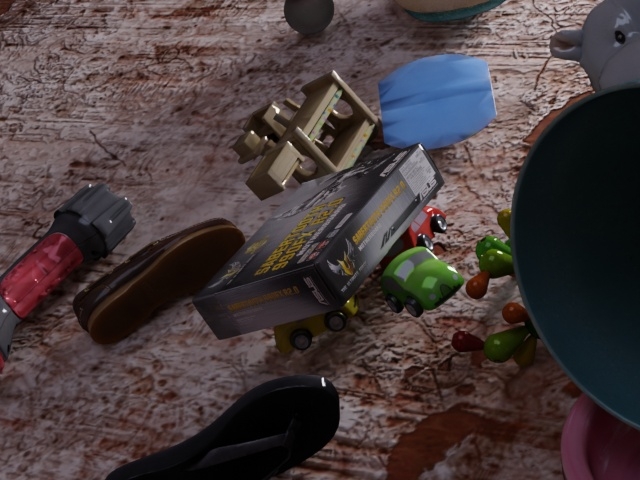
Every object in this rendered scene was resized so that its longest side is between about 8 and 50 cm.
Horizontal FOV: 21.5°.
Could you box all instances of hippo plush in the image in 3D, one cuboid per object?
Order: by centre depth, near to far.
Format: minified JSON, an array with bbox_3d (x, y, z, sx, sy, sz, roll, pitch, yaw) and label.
[{"bbox_3d":[0.368,-0.150,1.678,0.234,0.236,0.294,-22,37,3],"label":"hippo plush"}]

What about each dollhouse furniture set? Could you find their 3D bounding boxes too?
[{"bbox_3d":[-0.039,-0.081,1.967,0.161,0.101,0.182,-22,29,47],"label":"dollhouse furniture set"}]

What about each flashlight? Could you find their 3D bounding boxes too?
[{"bbox_3d":[-0.332,0.053,1.929,0.103,0.103,0.304,33,60,19],"label":"flashlight"}]

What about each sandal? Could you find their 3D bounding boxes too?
[{"bbox_3d":[-0.087,0.215,1.608,0.254,0.097,0.054,-31,35,9],"label":"sandal"}]

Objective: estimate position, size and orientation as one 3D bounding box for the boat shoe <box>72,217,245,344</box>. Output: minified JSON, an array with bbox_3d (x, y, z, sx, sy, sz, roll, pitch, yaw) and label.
[{"bbox_3d":[-0.185,0.033,1.892,0.207,0.073,0.073,-31,39,-10],"label":"boat shoe"}]

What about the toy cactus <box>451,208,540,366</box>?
[{"bbox_3d":[0.234,0.045,1.650,0.181,0.112,0.219,18,48,18],"label":"toy cactus"}]

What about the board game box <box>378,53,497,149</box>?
[{"bbox_3d":[0.139,-0.153,1.979,0.133,0.033,0.168,-12,43,8],"label":"board game box"}]

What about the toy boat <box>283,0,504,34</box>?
[{"bbox_3d":[0.100,-0.356,2.176,0.318,0.148,0.267,-10,44,6],"label":"toy boat"}]

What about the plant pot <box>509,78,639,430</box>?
[{"bbox_3d":[0.323,-0.008,1.333,0.290,0.290,0.195,13,27,39],"label":"plant pot"}]

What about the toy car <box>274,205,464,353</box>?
[{"bbox_3d":[0.069,0.032,1.711,0.239,0.053,0.225,-39,17,-19],"label":"toy car"}]

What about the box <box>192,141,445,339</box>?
[{"bbox_3d":[0.000,0.000,1.734,0.183,0.056,0.231,-16,23,44],"label":"box"}]

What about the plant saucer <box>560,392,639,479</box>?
[{"bbox_3d":[0.359,0.186,1.335,0.332,0.084,0.332,-7,29,4],"label":"plant saucer"}]
